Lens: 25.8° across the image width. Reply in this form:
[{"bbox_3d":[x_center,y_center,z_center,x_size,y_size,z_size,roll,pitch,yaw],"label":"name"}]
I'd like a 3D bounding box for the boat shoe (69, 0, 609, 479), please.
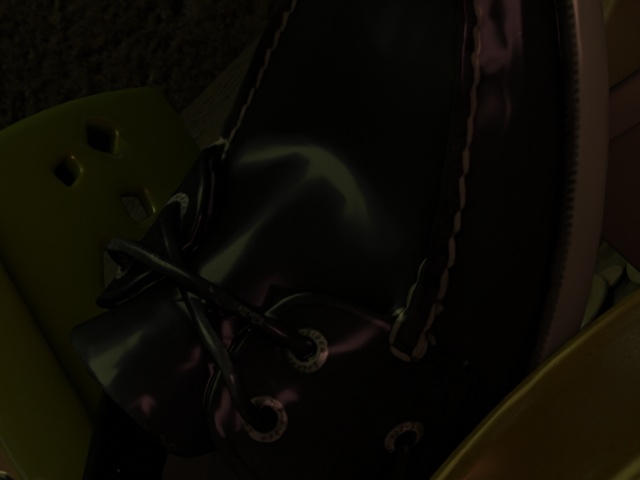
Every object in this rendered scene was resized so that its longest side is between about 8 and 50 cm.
[{"bbox_3d":[-0.023,0.047,0.416,0.127,0.113,0.340,46,128,38],"label":"boat shoe"}]

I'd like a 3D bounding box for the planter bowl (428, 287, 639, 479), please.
[{"bbox_3d":[0.085,0.098,0.277,0.217,0.090,0.217,-46,13,13],"label":"planter bowl"}]

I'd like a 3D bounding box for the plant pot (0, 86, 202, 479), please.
[{"bbox_3d":[-0.158,0.076,0.700,0.227,0.228,0.207,-39,-14,29],"label":"plant pot"}]

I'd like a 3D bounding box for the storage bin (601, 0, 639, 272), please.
[{"bbox_3d":[0.215,-0.114,0.413,0.262,0.123,0.260,-35,18,47],"label":"storage bin"}]

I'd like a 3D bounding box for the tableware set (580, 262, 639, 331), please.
[{"bbox_3d":[0.109,0.040,0.545,0.141,0.020,0.169,-32,18,45],"label":"tableware set"}]
